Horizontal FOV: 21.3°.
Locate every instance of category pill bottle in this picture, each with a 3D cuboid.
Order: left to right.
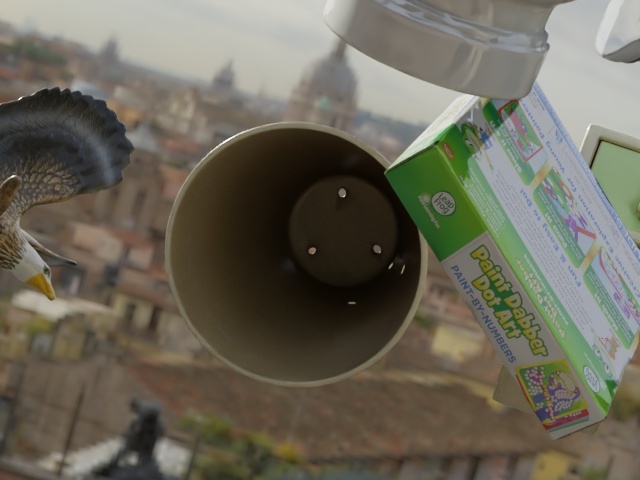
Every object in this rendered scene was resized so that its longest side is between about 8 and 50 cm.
[{"bbox_3d":[0.141,-0.300,1.234,0.210,0.363,0.210,19,20,-7],"label":"pill bottle"}]

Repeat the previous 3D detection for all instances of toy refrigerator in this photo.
[{"bbox_3d":[0.252,0.031,1.575,0.102,0.269,0.094,20,-26,9],"label":"toy refrigerator"}]

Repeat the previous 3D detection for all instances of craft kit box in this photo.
[{"bbox_3d":[0.174,-0.003,1.371,0.250,0.061,0.246,58,27,-7],"label":"craft kit box"}]

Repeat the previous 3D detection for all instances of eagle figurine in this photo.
[{"bbox_3d":[-0.346,-0.029,1.805,0.226,0.225,0.298,-6,19,16],"label":"eagle figurine"}]

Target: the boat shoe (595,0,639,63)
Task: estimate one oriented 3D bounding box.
[{"bbox_3d":[0.296,-0.177,1.392,0.076,0.080,0.228,23,-4,-11],"label":"boat shoe"}]

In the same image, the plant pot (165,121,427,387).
[{"bbox_3d":[0.000,0.000,1.753,0.256,0.256,0.274,17,9,9],"label":"plant pot"}]
